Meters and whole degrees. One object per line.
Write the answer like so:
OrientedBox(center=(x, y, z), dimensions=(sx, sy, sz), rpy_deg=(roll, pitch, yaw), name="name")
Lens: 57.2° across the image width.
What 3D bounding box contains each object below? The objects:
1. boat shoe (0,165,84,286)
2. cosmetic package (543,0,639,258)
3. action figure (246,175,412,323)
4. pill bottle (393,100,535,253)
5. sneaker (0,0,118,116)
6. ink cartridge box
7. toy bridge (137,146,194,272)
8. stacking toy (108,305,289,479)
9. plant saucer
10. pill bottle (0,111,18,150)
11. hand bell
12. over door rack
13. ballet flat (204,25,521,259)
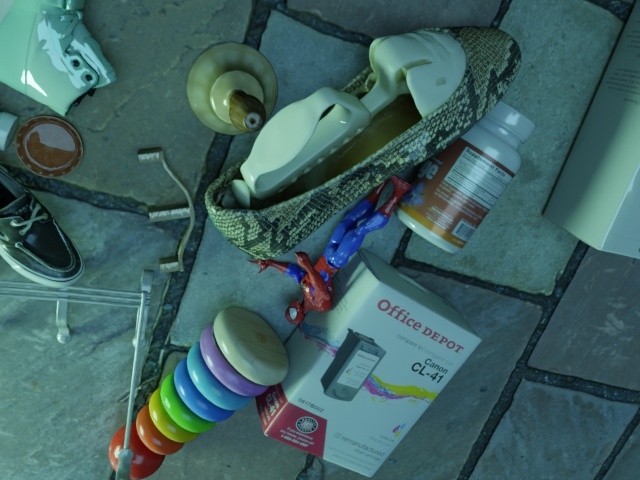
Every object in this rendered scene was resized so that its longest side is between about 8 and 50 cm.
OrientedBox(center=(-0.391, -0.027, 0.750), dimensions=(0.219, 0.070, 0.078), rpy_deg=(46, 52, -14), name="boat shoe")
OrientedBox(center=(0.525, -0.158, 0.896), dimensions=(0.197, 0.155, 0.365), rpy_deg=(10, 108, -18), name="cosmetic package")
OrientedBox(center=(0.000, 0.000, 0.874), dimensions=(0.139, 0.091, 0.280), rpy_deg=(24, 104, -28), name="action figure")
OrientedBox(center=(0.213, -0.099, 0.865), dimensions=(0.121, 0.121, 0.216), rpy_deg=(28, 103, -22), name="pill bottle")
OrientedBox(center=(-0.281, -0.270, 0.692), dimensions=(0.151, 0.094, 0.256), rpy_deg=(36, 110, -18), name="sneaker")
OrientedBox(center=(0.070, 0.202, 0.952), dimensions=(0.226, 0.131, 0.306), rpy_deg=(30, 104, -22), name="ink cartridge box")
OrientedBox(center=(-0.213, -0.040, 0.842), dimensions=(0.063, 0.026, 0.188), rpy_deg=(-9, 114, -11), name="toy bridge")
OrientedBox(center=(-0.205, 0.257, 0.920), dimensions=(0.141, 0.141, 0.330), rpy_deg=(39, 105, -24), name="stacking toy")
OrientedBox(center=(-0.359, -0.125, 0.780), dimensions=(0.083, 0.013, 0.083), rpy_deg=(-4, 112, -11), name="plant saucer")
OrientedBox(center=(-0.440, -0.155, 0.720), dimensions=(0.116, 0.065, 0.065), rpy_deg=(21, 106, -20), name="pill bottle")
OrientedBox(center=(-0.095, -0.162, 0.700), dimensions=(0.126, 0.242, 0.126), rpy_deg=(-5, 114, -11), name="hand bell")
OrientedBox(center=(-0.377, 0.189, 0.838), dimensions=(0.239, 0.108, 0.324), rpy_deg=(7, 89, -16), name="over door rack")
OrientedBox(center=(0.053, -0.153, 0.766), dimensions=(0.483, 0.164, 0.182), rpy_deg=(-36, 149, 5), name="ballet flat")
